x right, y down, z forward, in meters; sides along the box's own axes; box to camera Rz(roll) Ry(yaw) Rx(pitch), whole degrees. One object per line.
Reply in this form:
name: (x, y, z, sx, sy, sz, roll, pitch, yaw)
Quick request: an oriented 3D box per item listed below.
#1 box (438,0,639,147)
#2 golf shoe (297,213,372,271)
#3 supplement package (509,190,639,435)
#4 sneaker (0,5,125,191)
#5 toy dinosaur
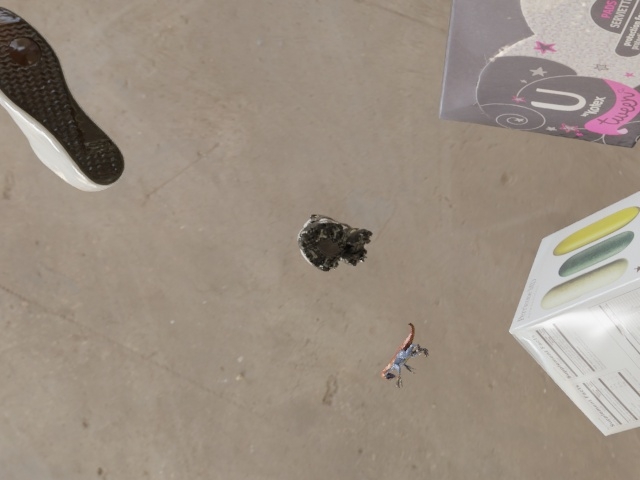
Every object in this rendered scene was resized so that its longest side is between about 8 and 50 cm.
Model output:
box: (0.173, -0.177, 0.573, 0.163, 0.247, 0.142, 10, 76, 7)
golf shoe: (0.000, 0.000, 1.305, 0.094, 0.198, 0.077, 23, 95, 26)
supplement package: (0.410, 0.071, 1.029, 0.198, 0.199, 0.263, 46, 134, -12)
sneaker: (-0.402, -0.185, 1.203, 0.123, 0.106, 0.290, -12, 115, 54)
toy dinosaur: (0.125, 0.182, 1.315, 0.082, 0.047, 0.090, -24, 71, 28)
